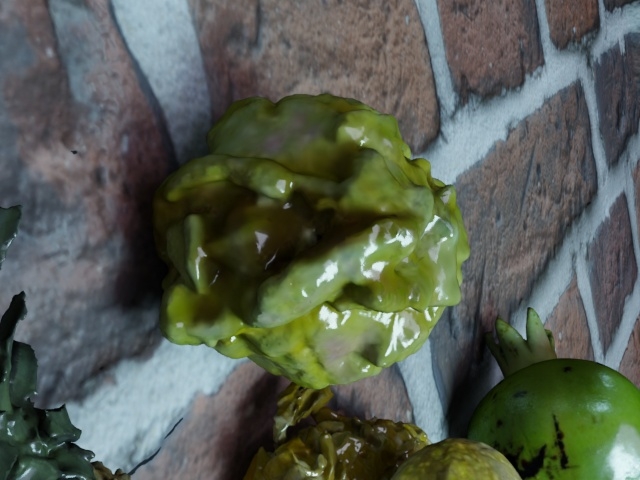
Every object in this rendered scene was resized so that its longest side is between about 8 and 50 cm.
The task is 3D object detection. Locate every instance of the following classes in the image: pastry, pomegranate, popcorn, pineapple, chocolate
[{"bbox_3d":[0.022,0.211,0.698,0.250,0.102,0.154,30,73,-55],"label":"pastry"},{"bbox_3d":[0.308,0.250,1.020,0.260,0.260,0.341,33,31,-51],"label":"pomegranate"},{"bbox_3d":[0.000,0.000,0.604,0.259,0.212,0.259,27,59,-58],"label":"popcorn"},{"bbox_3d":[-0.164,0.111,0.422,0.130,0.119,0.277,-37,117,-30],"label":"pineapple"},{"bbox_3d":[0.133,0.276,0.682,0.309,0.134,0.134,60,41,-46],"label":"chocolate"}]
